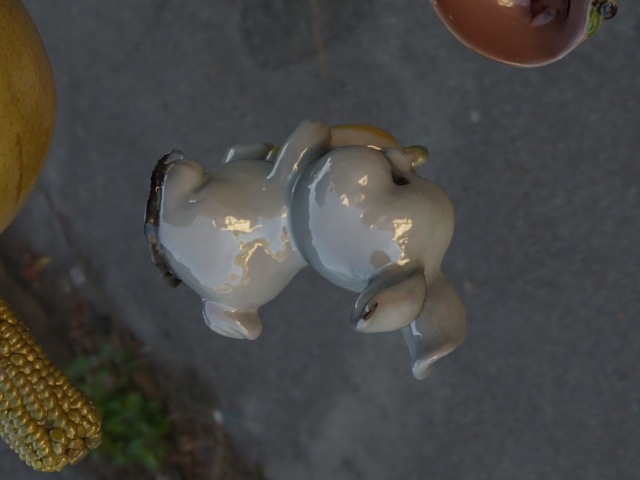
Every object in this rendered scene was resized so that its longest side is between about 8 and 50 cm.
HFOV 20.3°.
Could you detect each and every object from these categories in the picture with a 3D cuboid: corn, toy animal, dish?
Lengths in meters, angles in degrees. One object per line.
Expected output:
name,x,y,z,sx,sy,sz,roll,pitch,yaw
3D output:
corn,-0.336,0.112,1.848,0.291,0.101,0.101,54,144,1
toy animal,0.001,-0.007,1.713,0.310,0.247,0.183,7,158,19
dish,0.200,-0.280,1.728,0.090,0.213,0.213,-102,18,-51

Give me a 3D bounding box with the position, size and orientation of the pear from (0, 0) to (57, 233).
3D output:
pear,-0.377,-0.123,1.524,0.314,0.314,0.314,28,128,44
